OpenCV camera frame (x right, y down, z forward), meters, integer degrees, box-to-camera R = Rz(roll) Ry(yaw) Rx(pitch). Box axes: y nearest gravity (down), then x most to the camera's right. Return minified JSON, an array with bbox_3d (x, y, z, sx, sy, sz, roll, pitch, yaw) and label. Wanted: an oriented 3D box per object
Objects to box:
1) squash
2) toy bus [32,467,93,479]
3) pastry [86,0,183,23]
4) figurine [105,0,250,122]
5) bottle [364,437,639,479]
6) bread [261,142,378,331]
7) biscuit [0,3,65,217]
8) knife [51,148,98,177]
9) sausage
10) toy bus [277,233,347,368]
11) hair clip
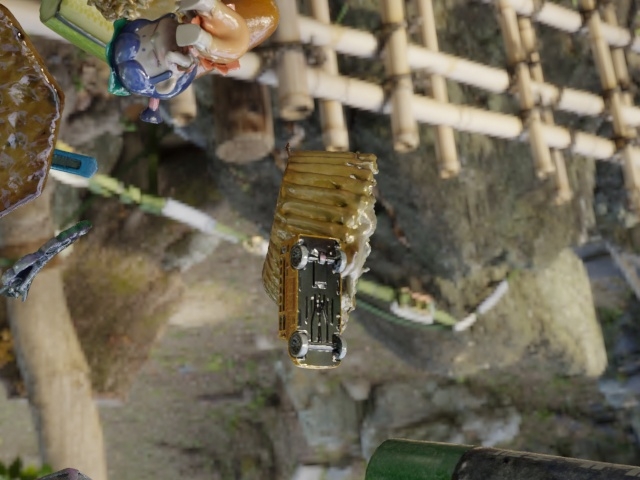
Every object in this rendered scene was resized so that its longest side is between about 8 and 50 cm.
[{"bbox_3d":[-0.366,-0.365,1.936,0.252,0.169,0.093,29,135,-32],"label":"squash"},{"bbox_3d":[-0.221,0.327,0.880,0.138,0.317,0.112,-35,125,15],"label":"toy bus"},{"bbox_3d":[-0.248,-0.416,1.430,0.162,0.311,0.255,6,127,-38],"label":"pastry"},{"bbox_3d":[-0.159,-0.199,1.187,0.195,0.111,0.102,-5,160,42],"label":"figurine"},{"bbox_3d":[0.193,0.233,0.958,0.330,0.093,0.093,0,166,37],"label":"bottle"},{"bbox_3d":[0.000,0.000,1.531,0.149,0.274,0.274,12,159,2],"label":"bread"},{"bbox_3d":[-0.517,-0.171,1.460,0.359,0.359,0.046,-5,-156,-2],"label":"biscuit"},{"bbox_3d":[-0.462,-0.139,1.582,0.297,0.044,0.026,12,174,6],"label":"knife"},{"bbox_3d":[-0.170,-0.292,1.602,0.238,0.098,0.098,-29,165,-15],"label":"sausage"},{"bbox_3d":[-0.015,0.077,1.353,0.070,0.162,0.074,7,167,-34],"label":"toy bus"},{"bbox_3d":[-0.417,0.033,1.661,0.195,0.052,0.124,-36,-173,24],"label":"hair clip"}]
